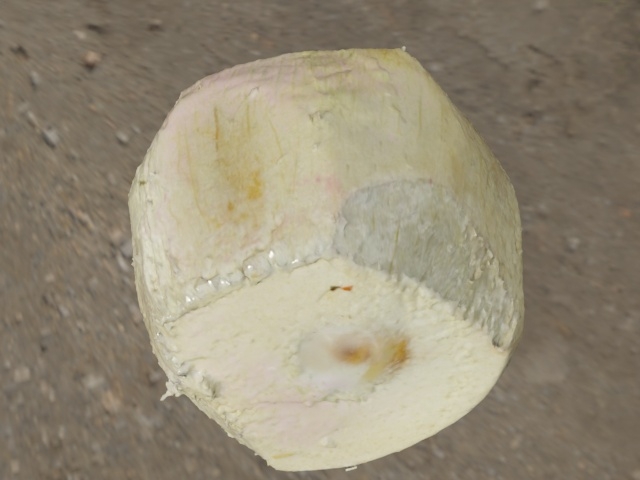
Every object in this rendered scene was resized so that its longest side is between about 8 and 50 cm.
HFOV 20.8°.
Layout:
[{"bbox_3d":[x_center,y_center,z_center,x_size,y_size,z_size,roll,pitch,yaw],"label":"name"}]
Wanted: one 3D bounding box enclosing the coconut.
[{"bbox_3d":[0.000,0.000,1.277,0.297,0.255,0.297,-7,139,-6],"label":"coconut"}]
